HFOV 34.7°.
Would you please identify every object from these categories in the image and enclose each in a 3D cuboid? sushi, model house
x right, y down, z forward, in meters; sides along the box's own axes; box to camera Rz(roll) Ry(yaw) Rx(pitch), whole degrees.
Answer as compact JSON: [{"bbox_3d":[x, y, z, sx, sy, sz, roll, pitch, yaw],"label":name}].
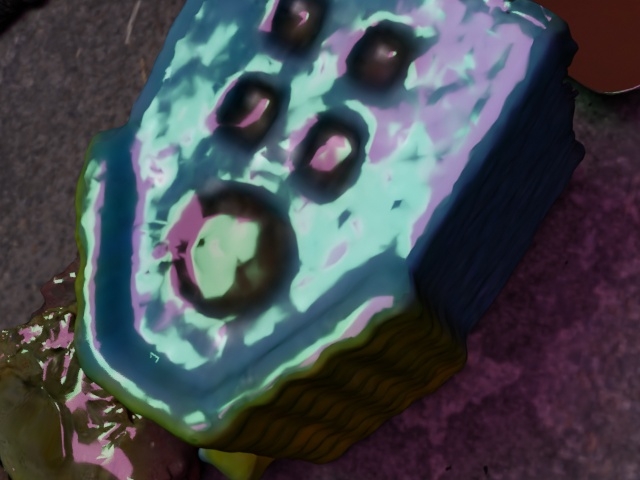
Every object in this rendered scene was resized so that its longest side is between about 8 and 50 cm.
[{"bbox_3d":[-0.137,0.108,0.665,0.161,0.107,0.241,41,87,16],"label":"sushi"},{"bbox_3d":[0.000,0.000,0.592,0.215,0.237,0.303,24,84,20],"label":"model house"}]

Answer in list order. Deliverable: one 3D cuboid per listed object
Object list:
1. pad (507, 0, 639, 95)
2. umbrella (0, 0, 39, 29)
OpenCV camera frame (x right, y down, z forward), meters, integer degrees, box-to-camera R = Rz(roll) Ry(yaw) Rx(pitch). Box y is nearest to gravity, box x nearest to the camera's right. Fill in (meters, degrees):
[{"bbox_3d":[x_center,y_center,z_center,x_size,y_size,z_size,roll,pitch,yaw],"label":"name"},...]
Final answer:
[{"bbox_3d":[0.231,-0.222,0.686,0.267,0.004,0.181,-44,53,-1],"label":"pad"},{"bbox_3d":[-0.250,-0.193,0.803,0.144,0.037,0.040,-34,84,0],"label":"umbrella"}]
